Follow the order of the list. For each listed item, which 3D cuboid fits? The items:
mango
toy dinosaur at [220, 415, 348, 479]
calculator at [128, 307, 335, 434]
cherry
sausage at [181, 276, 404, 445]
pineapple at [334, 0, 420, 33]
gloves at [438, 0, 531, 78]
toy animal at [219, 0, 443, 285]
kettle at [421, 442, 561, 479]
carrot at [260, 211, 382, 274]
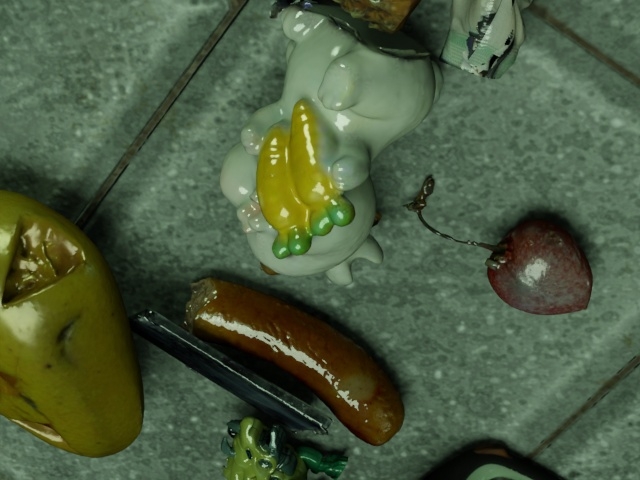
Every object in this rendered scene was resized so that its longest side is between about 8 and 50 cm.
[{"bbox_3d":[-0.323,0.104,2.078,0.253,0.182,0.365,0,132,43],"label":"mango"},{"bbox_3d":[-0.062,0.315,2.237,0.153,0.094,0.259,21,136,4],"label":"toy dinosaur"},{"bbox_3d":[-0.114,0.155,2.114,0.262,0.021,0.161,33,167,-10],"label":"calculator"},{"bbox_3d":[0.202,0.003,1.946,0.225,0.090,0.107,37,138,-2],"label":"cherry"},{"bbox_3d":[-0.024,0.134,2.098,0.302,0.076,0.103,31,124,-8],"label":"sausage"},{"bbox_3d":[-0.001,-0.326,1.723,0.279,0.158,0.158,34,127,1],"label":"pineapple"},{"bbox_3d":[0.186,-0.263,1.738,0.127,0.111,0.212,9,104,-43],"label":"gloves"},{"bbox_3d":[0.004,-0.087,1.843,0.183,0.247,0.310,25,114,20],"label":"toy animal"},{"bbox_3d":[0.218,0.383,2.184,0.255,0.165,0.240,40,95,-10],"label":"kettle"},{"bbox_3d":[-0.001,-0.001,2.023,0.165,0.035,0.035,-26,116,26],"label":"carrot"}]
